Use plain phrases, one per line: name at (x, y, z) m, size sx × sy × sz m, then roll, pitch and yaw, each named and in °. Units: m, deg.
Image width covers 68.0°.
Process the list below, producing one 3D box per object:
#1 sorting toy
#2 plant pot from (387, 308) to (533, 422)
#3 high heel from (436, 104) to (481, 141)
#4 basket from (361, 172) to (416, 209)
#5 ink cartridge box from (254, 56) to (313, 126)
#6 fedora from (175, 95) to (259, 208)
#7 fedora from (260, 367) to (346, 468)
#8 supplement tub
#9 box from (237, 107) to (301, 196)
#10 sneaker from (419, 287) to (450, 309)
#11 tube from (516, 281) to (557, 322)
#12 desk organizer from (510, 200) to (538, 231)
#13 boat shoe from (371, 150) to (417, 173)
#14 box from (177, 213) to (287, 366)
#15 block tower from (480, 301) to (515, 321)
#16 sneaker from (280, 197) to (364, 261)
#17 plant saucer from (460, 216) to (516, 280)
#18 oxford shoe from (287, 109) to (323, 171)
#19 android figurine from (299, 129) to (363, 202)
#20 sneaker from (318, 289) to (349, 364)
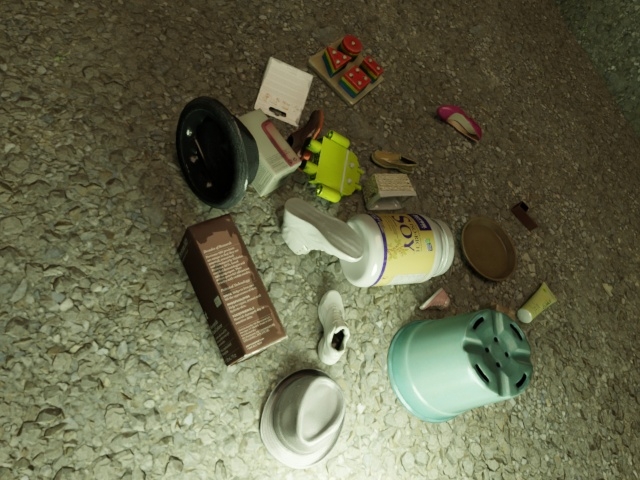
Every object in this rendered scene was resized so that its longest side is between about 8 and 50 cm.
sorting toy at (0.121, -0.719, 1.957) m, size 0.255 × 0.089 × 0.257 m, roll 45°, pitch 57°, yaw -1°
plant pot at (0.439, 0.373, 1.473) m, size 0.341 × 0.334 × 0.341 m, roll 11°, pitch 63°, yaw -22°
high heel at (0.620, -0.519, 2.117) m, size 0.244 × 0.082 × 0.117 m, roll 18°, pitch 50°, yaw -33°
basket at (0.250, -0.183, 1.764) m, size 0.167 × 0.113 × 0.103 m, roll -4°, pitch 68°, yaw -28°
ink cartridge box at (-0.143, -0.553, 1.790) m, size 0.181 × 0.056 × 0.225 m, roll 19°, pitch 79°, yaw -18°
fedora at (-0.292, -0.268, 1.446) m, size 0.152 × 0.334 × 0.334 m, roll -25°, pitch 80°, yaw -50°
fedora at (-0.025, 0.485, 1.320) m, size 0.243 × 0.124 × 0.275 m, roll 43°, pitch 56°, yaw -2°
supplement tub at (0.253, 0.028, 1.593) m, size 0.331 × 0.241 × 0.241 m, roll -2°, pitch 69°, yaw -27°
box at (-0.198, -0.290, 1.572) m, size 0.127 × 0.148 × 0.232 m, roll -34°, pitch 86°, yaw -34°
sneaker at (0.415, 0.226, 1.695) m, size 0.134 × 0.051 × 0.070 m, roll -30°, pitch 78°, yaw -37°
tube at (0.873, 0.250, 1.907) m, size 0.240 × 0.062 × 0.070 m, roll -24°, pitch 120°, yaw -37°
desk organizer at (0.904, -0.107, 2.085) m, size 0.130 × 0.050 × 0.047 m, roll 47°, pitch 56°, yaw 0°
boat shoe at (0.293, -0.322, 1.871) m, size 0.190 × 0.072 × 0.068 m, roll 11°, pitch 64°, yaw -21°
box at (-0.254, 0.140, 1.324) m, size 0.143 × 0.191 × 0.381 m, roll -18°, pitch 76°, yaw -31°
block tower at (0.632, 0.388, 1.705) m, size 0.097 × 0.091 × 0.335 m, roll 21°, pitch 60°, yaw -16°
sneaker at (0.000, 0.000, 1.520) m, size 0.292 × 0.169 × 0.108 m, roll 36°, pitch 53°, yaw 12°
plant saucer at (0.671, 0.036, 1.914) m, size 0.277 × 0.041 × 0.278 m, roll 11°, pitch 63°, yaw -22°
oxford shoe at (-0.060, -0.380, 1.715) m, size 0.098 × 0.097 × 0.271 m, roll 23°, pitch 60°, yaw -9°
android figurine at (0.049, -0.258, 1.685) m, size 0.273 × 0.056 × 0.248 m, roll 22°, pitch 72°, yaw -36°
sneaker at (0.052, 0.258, 1.465) m, size 0.090 × 0.115 × 0.232 m, roll 9°, pitch 64°, yaw -22°
